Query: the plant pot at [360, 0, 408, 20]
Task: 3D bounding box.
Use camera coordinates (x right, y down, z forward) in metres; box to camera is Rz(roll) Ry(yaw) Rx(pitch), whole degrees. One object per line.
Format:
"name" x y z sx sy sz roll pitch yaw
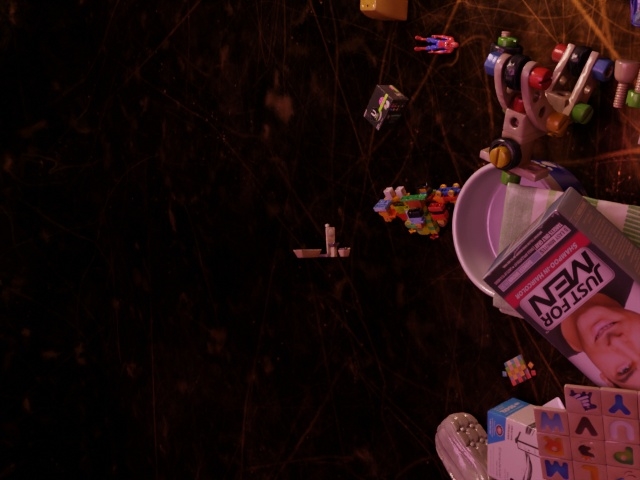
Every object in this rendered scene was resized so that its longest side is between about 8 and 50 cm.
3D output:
"plant pot" 0.133 -0.520 1.924 0.082 0.083 0.081 16 107 48

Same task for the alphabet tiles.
"alphabet tiles" 0.510 0.380 1.491 0.285 0.011 0.342 2 124 26

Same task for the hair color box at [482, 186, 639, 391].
"hair color box" 0.472 0.114 1.444 0.374 0.113 0.185 43 125 4

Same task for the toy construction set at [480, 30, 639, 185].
"toy construction set" 0.418 -0.207 1.535 0.309 0.257 0.237 13 114 18

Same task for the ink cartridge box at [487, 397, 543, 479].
"ink cartridge box" 0.423 0.408 1.695 0.203 0.086 0.148 15 112 49

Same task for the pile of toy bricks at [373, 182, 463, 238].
"pile of toy bricks" 0.218 -0.050 1.890 0.212 0.118 0.105 -2 126 42

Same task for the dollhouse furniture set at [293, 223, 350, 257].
"dollhouse furniture set" 0.000 0.000 2.142 0.091 0.114 0.081 -2 89 53

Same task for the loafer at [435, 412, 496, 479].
"loafer" 0.336 0.506 1.816 0.319 0.112 0.111 63 143 34

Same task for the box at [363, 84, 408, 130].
"box" 0.145 -0.294 1.968 0.062 0.052 0.083 49 131 34

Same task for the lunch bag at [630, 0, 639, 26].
"lunch bag" 0.555 -0.405 1.389 0.096 0.129 0.151 39 126 42

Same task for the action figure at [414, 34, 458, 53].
"action figure" 0.243 -0.409 1.852 0.115 0.030 0.038 15 102 47

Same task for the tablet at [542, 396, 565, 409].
"tablet" 0.461 0.349 1.712 0.054 0.006 0.083 -47 59 43

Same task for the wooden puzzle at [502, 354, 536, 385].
"wooden puzzle" 0.395 0.260 1.779 0.083 0.006 0.049 -41 64 46

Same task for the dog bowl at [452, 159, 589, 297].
"dog bowl" 0.381 -0.021 1.678 0.265 0.104 0.264 10 103 49

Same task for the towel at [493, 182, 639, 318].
"towel" 0.466 0.045 1.518 0.325 0.038 0.247 13 114 22
